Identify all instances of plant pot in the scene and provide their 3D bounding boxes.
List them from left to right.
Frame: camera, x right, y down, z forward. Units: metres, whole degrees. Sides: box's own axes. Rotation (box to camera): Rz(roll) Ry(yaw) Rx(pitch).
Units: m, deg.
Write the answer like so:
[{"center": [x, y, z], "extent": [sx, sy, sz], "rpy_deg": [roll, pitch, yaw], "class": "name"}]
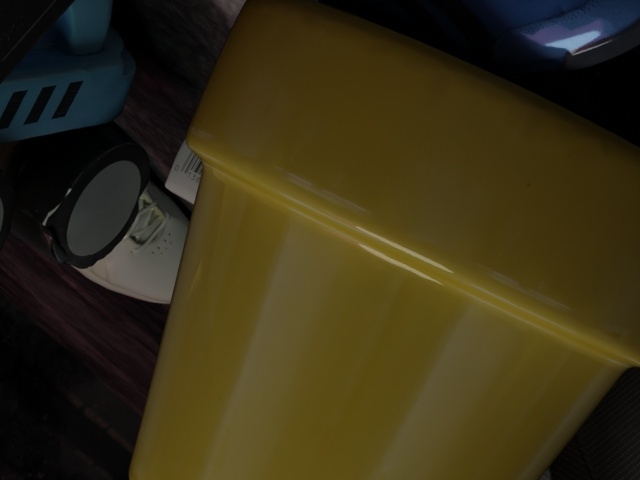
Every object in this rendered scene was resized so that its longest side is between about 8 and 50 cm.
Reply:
[{"center": [0.031, 0.041, 0.688], "extent": [0.254, 0.239, 0.254], "rpy_deg": [25, -179, -1], "class": "plant pot"}]

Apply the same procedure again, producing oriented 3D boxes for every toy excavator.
[{"center": [-0.263, -0.194, 0.878], "extent": [0.222, 0.445, 0.433], "rpy_deg": [30, -156, 22], "class": "toy excavator"}]

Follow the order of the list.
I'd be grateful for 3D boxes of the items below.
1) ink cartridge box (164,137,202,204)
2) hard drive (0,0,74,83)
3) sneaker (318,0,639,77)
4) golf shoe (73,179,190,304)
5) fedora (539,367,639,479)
[{"center": [0.000, 0.000, 1.160], "extent": [0.181, 0.056, 0.225], "rpy_deg": [29, -179, 27], "class": "ink cartridge box"}, {"center": [-0.222, -0.220, 0.626], "extent": [0.064, 0.237, 0.339], "rpy_deg": [22, 159, 42], "class": "hard drive"}, {"center": [0.053, -0.127, 0.607], "extent": [0.209, 0.069, 0.082], "rpy_deg": [22, 154, 44], "class": "sneaker"}, {"center": [-0.212, -0.045, 1.349], "extent": [0.306, 0.115, 0.140], "rpy_deg": [42, 161, -19], "class": "golf shoe"}, {"center": [0.208, 0.156, 0.838], "extent": [0.244, 0.124, 0.275], "rpy_deg": [33, -144, -62], "class": "fedora"}]
